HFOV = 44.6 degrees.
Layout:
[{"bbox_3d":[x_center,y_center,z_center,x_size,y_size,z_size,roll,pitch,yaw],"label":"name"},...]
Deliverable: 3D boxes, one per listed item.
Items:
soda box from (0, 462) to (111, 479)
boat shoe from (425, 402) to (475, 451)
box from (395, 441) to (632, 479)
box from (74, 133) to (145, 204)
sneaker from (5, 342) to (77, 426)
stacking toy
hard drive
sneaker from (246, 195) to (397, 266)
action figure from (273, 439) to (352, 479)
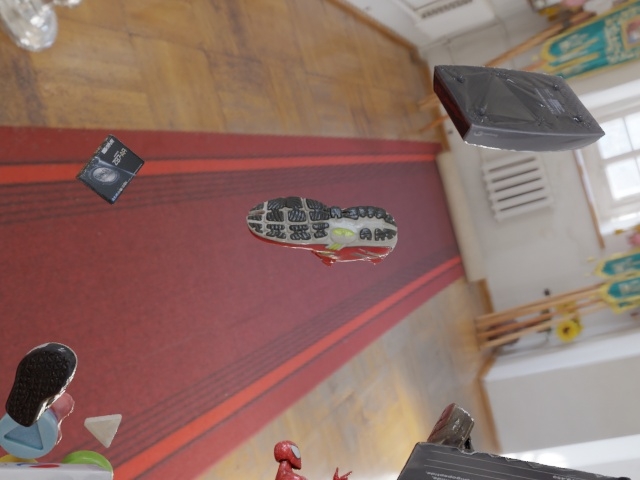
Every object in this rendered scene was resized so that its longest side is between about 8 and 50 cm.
[{"bbox_3d":[-0.344,0.280,0.843,0.216,0.069,0.074,10,78,-27],"label":"soda box"},{"bbox_3d":[0.264,0.434,1.532,0.132,0.130,0.355,-54,162,-29],"label":"boat shoe"},{"bbox_3d":[0.099,0.362,0.506,0.312,0.178,0.344,-27,121,-68],"label":"box"},{"bbox_3d":[-0.313,-0.106,1.162,0.067,0.018,0.083,43,75,-30],"label":"box"},{"bbox_3d":[-0.468,0.228,1.335,0.084,0.234,0.097,43,37,-3],"label":"sneaker"},{"bbox_3d":[-0.614,0.511,1.785,0.130,0.279,0.309,-106,-149,-69],"label":"stacking toy"},{"bbox_3d":[0.312,-0.210,1.250,0.254,0.054,0.172,-1,47,-23],"label":"hard drive"},{"bbox_3d":[0.000,0.000,1.428,0.118,0.278,0.107,104,-8,-49],"label":"sneaker"},{"bbox_3d":[0.026,0.363,0.922,0.139,0.091,0.280,-9,62,-27],"label":"action figure"}]
